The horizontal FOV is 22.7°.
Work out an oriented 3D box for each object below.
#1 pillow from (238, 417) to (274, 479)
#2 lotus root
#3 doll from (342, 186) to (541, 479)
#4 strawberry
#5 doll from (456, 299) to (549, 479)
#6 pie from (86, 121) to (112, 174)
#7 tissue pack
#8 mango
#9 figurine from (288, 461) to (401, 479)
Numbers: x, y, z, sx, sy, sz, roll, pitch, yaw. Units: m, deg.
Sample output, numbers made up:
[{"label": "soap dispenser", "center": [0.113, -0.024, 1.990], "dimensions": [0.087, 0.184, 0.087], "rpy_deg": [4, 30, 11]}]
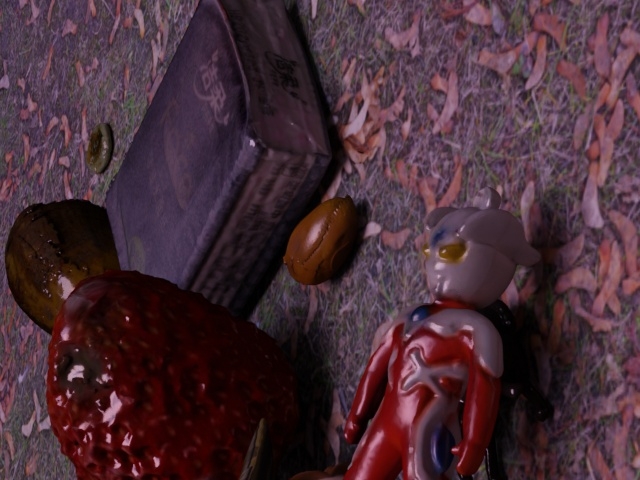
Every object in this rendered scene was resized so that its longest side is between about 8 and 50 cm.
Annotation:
[{"label": "pillow", "center": [-0.077, 0.321, 1.627], "dimensions": [0.208, 0.052, 0.212], "rpy_deg": [-79, -7, -69]}, {"label": "lotus root", "center": [-0.339, 0.047, 2.248], "dimensions": [0.397, 0.196, 0.179], "rpy_deg": [38, 116, 60]}, {"label": "doll", "center": [0.096, 0.134, 1.414], "dimensions": [0.188, 0.099, 0.383], "rpy_deg": [6, 72, 53]}, {"label": "strawberry", "center": [-0.160, 0.188, 1.780], "dimensions": [0.310, 0.292, 0.291], "rpy_deg": [91, 170, -61]}, {"label": "doll", "center": [0.150, 0.126, 1.489], "dimensions": [0.139, 0.057, 0.165], "rpy_deg": [-62, 34, 35]}, {"label": "pie", "center": [-0.346, -0.142, 2.489], "dimensions": [0.085, 0.017, 0.085], "rpy_deg": [-22, 65, 59]}, {"label": "tissue pack", "center": [-0.134, -0.078, 1.979], "dimensions": [0.394, 0.124, 0.288], "rpy_deg": [-57, 39, 40]}, {"label": "mango", "center": [0.000, 0.000, 1.782], "dimensions": [0.127, 0.063, 0.077], "rpy_deg": [-54, 32, 41]}, {"label": "figurine", "center": [0.044, 0.301, 1.561], "dimensions": [0.263, 0.142, 0.189], "rpy_deg": [2, 97, 61]}]
